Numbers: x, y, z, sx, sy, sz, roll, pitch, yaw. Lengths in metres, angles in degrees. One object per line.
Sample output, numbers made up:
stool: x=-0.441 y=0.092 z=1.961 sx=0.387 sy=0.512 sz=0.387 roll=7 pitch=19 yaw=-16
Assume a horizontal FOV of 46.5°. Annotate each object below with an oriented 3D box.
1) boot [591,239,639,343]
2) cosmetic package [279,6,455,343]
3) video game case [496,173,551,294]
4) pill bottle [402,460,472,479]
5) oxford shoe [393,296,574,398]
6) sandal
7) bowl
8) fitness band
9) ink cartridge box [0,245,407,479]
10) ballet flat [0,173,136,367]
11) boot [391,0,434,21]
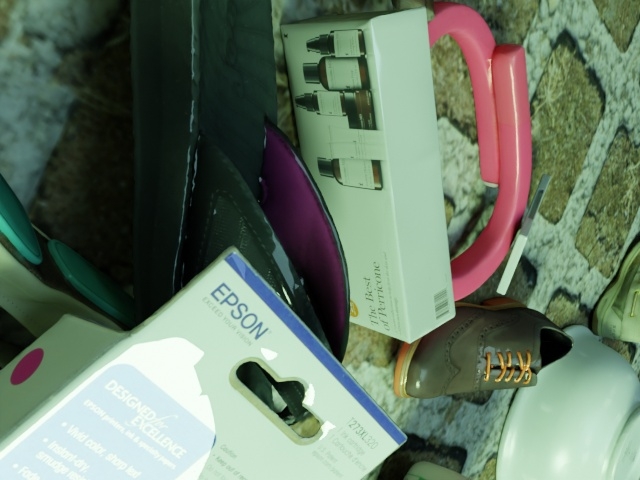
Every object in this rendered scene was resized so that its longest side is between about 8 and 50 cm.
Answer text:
boot: x=0.535 y=0.086 z=1.134 sx=0.213 sy=0.165 sz=0.077 roll=-48 pitch=135 yaw=-23
cosmetic package: x=0.037 y=-0.048 z=0.566 sx=0.060 sy=0.099 sz=0.239 roll=-24 pitch=115 yaw=-34
video game case: x=0.227 y=-0.008 z=0.829 sx=0.122 sy=0.011 sz=0.087 roll=-54 pitch=160 yaw=-44
pill bottle: x=0.093 y=0.428 z=0.746 sx=0.361 sy=0.204 sz=0.204 roll=-55 pitch=137 yaw=-18
oxford shoe: x=0.183 y=0.119 z=0.808 sx=0.271 sy=0.098 sz=0.097 roll=-12 pitch=113 yaw=-45
sandal: x=-0.040 y=-0.001 z=0.467 sx=0.167 sy=0.107 sz=0.445 roll=-54 pitch=146 yaw=-65
bowl: x=0.387 y=0.282 z=1.071 sx=0.298 sy=0.134 sz=0.298 roll=-20 pitch=118 yaw=-42
fitness band: x=0.121 y=-0.078 z=0.707 sx=0.209 sy=0.054 sz=0.291 roll=-36 pitch=128 yaw=-31
ink cartridge box: x=-0.144 y=0.166 z=0.382 sx=0.371 sy=0.069 sz=0.176 roll=-39 pitch=125 yaw=-1
ballet flat: x=-0.173 y=0.018 z=0.399 sx=0.086 sy=0.086 sz=0.248 roll=-52 pitch=137 yaw=-21
boot: x=0.058 y=-0.228 z=0.567 sx=0.106 sy=0.037 sz=0.114 roll=6 pitch=85 yaw=-51
